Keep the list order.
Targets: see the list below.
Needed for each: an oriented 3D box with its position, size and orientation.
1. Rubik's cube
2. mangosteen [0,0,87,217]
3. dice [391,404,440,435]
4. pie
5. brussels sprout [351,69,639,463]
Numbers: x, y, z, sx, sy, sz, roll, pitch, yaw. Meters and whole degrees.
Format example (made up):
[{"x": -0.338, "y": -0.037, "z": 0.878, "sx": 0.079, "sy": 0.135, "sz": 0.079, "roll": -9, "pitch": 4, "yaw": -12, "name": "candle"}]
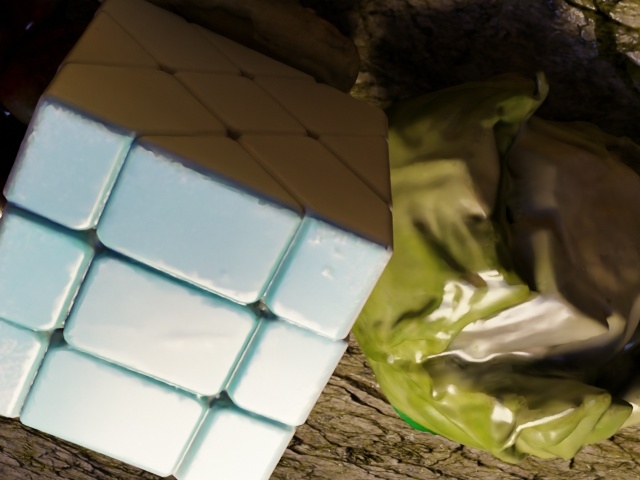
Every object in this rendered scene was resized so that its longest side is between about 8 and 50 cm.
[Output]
[{"x": -0.136, "y": -0.002, "z": 1.115, "sx": 0.322, "sy": 0.319, "sz": 0.316, "roll": 24, "pitch": 116, "yaw": -11, "name": "Rubik's cube"}, {"x": -0.392, "y": -0.159, "z": 1.382, "sx": 0.382, "sy": 0.382, "sz": 0.435, "roll": 25, "pitch": 129, "yaw": -6, "name": "mangosteen"}, {"x": 0.186, "y": 0.213, "z": 1.771, "sx": 0.128, "sy": 0.131, "sz": 0.120, "roll": -12, "pitch": 131, "yaw": 40, "name": "dice"}, {"x": -0.114, "y": -0.229, "z": 1.292, "sx": 0.339, "sy": 0.077, "sz": 0.339, "roll": 25, "pitch": 173, "yaw": 3, "name": "pie"}, {"x": 0.192, "y": 0.035, "z": 1.323, "sx": 0.361, "sy": 0.342, "sz": 0.425, "roll": -22, "pitch": 89, "yaw": 56, "name": "brussels sprout"}]
